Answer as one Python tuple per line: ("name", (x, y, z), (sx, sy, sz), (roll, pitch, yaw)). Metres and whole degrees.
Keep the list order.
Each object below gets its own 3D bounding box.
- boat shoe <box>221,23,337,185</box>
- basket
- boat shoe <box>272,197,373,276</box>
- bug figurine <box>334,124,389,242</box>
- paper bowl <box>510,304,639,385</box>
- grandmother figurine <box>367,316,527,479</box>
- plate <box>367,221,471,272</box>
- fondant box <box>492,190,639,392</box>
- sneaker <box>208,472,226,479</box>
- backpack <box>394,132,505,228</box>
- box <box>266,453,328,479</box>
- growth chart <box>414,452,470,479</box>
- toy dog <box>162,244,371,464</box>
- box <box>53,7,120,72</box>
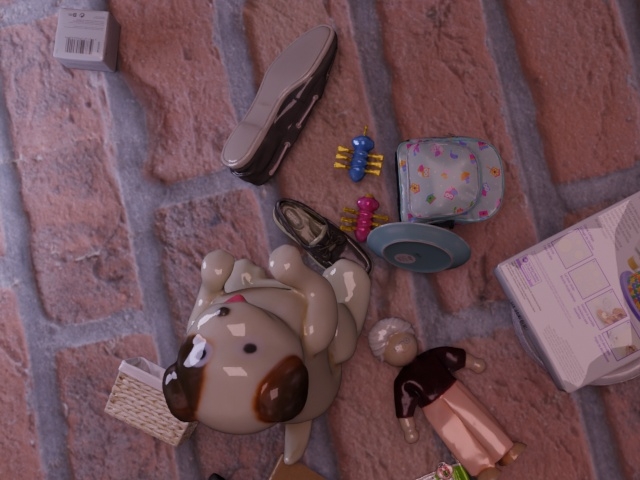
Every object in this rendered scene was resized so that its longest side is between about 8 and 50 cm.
("boat shoe", (-0.064, -0.255, 1.910), (0.112, 0.095, 0.335), (28, 82, 43))
("basket", (-0.298, 0.296, 1.848), (0.167, 0.113, 0.103), (25, 90, 7))
("boat shoe", (0.000, -0.001, 1.873), (0.224, 0.073, 0.080), (39, 88, 8))
("bug figurine", (0.154, -0.084, 1.871), (0.279, 0.072, 0.216), (15, 91, 2))
("paper bowl", (0.487, 0.115, 1.784), (0.284, 0.148, 0.284), (-1, 83, 4))
("grandmother figurine", (0.217, 0.273, 1.811), (0.342, 0.104, 0.208), (47, 60, 6))
("plate", (0.175, 0.021, 1.800), (0.188, 0.188, 0.024), (8, 65, 6))
("fondant box", (0.489, 0.073, 1.666), (0.330, 0.096, 0.238), (-27, 82, 1))
("sneaker", (-0.163, 0.567, 1.816), (0.145, 0.090, 0.270), (-36, 85, -2))
("backpack", (0.230, -0.104, 1.761), (0.189, 0.144, 0.165), (-3, 87, 0))
("box", (-0.046, 0.508, 1.793), (0.164, 0.021, 0.201), (33, 65, -10))
("growth chart", (0.187, 0.511, 1.828), (0.237, 0.021, 0.172), (-29, 83, 2))
("toy dog", (-0.110, 0.195, 1.682), (0.285, 0.408, 0.395), (9, 94, 14))
("box", (-0.450, -0.387, 1.947), (0.101, 0.087, 0.101), (6, 83, 5))
